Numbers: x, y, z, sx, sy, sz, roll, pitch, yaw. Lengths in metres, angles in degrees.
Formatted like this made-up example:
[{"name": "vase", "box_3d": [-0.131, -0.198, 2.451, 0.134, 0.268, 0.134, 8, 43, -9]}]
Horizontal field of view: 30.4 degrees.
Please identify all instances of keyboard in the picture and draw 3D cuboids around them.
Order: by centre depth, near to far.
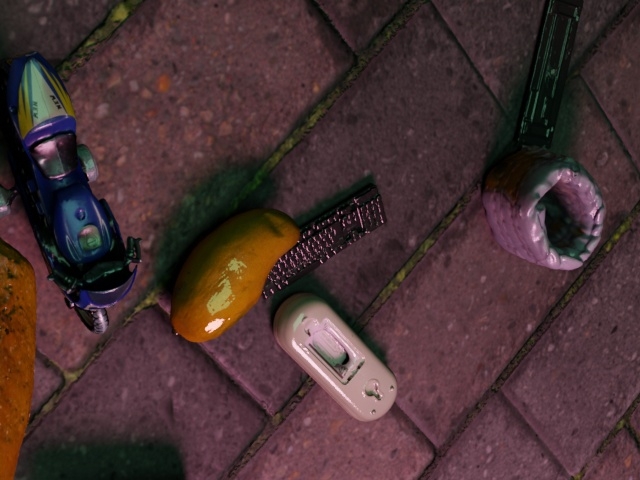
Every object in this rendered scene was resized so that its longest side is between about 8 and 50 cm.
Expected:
[{"name": "keyboard", "box_3d": [0.000, 0.000, 1.425, 0.195, 0.018, 0.060, -32, 120, -22]}, {"name": "keyboard", "box_3d": [0.305, -0.226, 1.565, 0.061, 0.013, 0.204, 7, 98, -33]}]

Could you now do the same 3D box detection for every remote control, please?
[{"name": "remote control", "box_3d": [0.023, 0.148, 1.461, 0.078, 0.042, 0.221, -50, 122, -13]}]

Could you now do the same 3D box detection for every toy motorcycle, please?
[{"name": "toy motorcycle", "box_3d": [-0.252, -0.036, 1.162, 0.113, 0.169, 0.315, -25, 114, -24]}]

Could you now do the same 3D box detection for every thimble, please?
[{"name": "thimble", "box_3d": [0.295, -0.041, 1.544, 0.127, 0.118, 0.151, -42, 121, -15]}]

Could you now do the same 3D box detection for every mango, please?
[{"name": "mango", "box_3d": [-0.102, 0.035, 1.330, 0.190, 0.075, 0.098, -49, 118, -11]}]

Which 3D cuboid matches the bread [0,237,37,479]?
[{"name": "bread", "box_3d": [-0.396, 0.098, 1.042, 0.328, 0.148, 0.336, 24, 59, -35]}]
